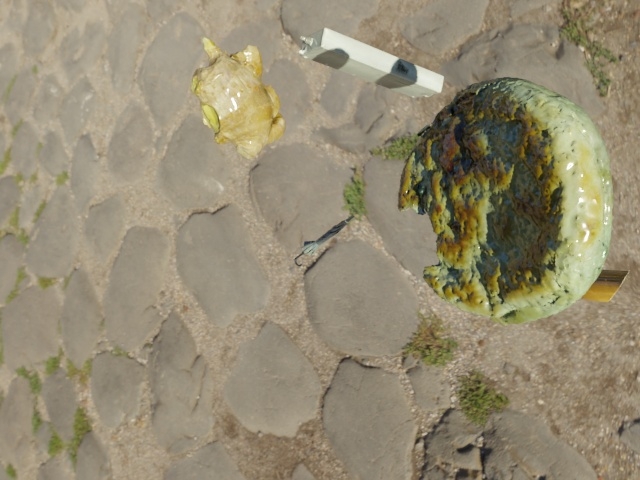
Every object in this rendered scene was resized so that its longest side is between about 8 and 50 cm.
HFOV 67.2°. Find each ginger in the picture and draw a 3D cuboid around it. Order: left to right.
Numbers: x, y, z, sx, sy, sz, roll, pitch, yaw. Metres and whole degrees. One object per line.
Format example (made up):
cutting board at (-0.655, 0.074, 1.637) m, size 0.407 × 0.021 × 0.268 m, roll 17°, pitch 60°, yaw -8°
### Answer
ginger at (-0.145, -0.252, 0.845) m, size 0.157 × 0.216 × 0.102 m, roll -41°, pitch 31°, yaw -22°

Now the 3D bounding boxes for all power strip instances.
power strip at (0.116, -0.392, 1.079) m, size 0.106 × 0.367 × 0.043 m, roll 13°, pitch 95°, yaw 58°

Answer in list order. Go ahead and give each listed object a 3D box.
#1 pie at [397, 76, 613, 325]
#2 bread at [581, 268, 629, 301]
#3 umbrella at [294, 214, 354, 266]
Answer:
pie at (0.199, -0.040, 0.569) m, size 0.302 × 0.067 × 0.302 m, roll 35°, pitch 130°, yaw 57°
bread at (0.487, 0.081, 0.831) m, size 0.062 × 0.049 × 0.103 m, roll 58°, pitch 157°, yaw -14°
umbrella at (-0.003, -0.004, 1.209) m, size 0.044 × 0.044 × 0.269 m, roll 57°, pitch 136°, yaw 9°
